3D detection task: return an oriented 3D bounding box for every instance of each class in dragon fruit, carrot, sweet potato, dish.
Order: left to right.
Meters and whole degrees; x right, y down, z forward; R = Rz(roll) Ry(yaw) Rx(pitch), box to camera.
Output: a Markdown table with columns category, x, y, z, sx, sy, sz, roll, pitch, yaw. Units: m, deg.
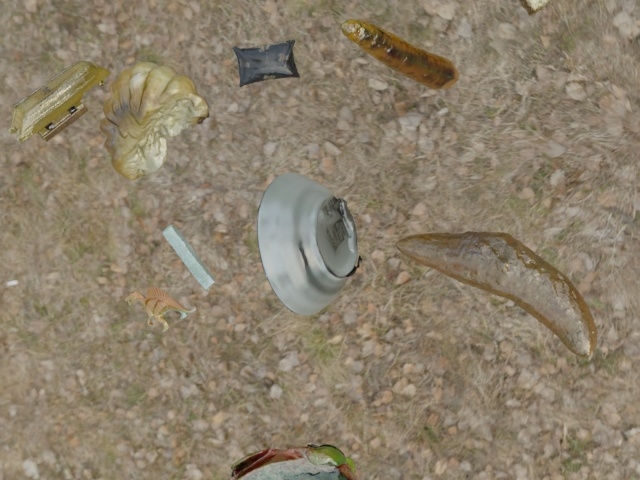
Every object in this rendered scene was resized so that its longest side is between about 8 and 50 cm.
| category | x | y | z | sx | sy | sz | roll | pitch | yaw |
| --- | --- | --- | --- | --- | --- | --- | --- | --- | --- |
| dragon fruit | -0.035 | 0.430 | 0.937 | 0.295 | 0.130 | 0.268 | 4 | 91 | -13 |
| dish | 0.000 | 0.000 | 1.314 | 0.106 | 0.316 | 0.316 | -10 | 94 | 33 |
| carrot | 0.151 | -0.344 | 1.158 | 0.066 | 0.314 | 0.066 | -9 | 77 | 44 |
| sweet potato | 0.282 | 0.048 | 0.976 | 0.341 | 0.092 | 0.114 | 30 | 103 | 20 |

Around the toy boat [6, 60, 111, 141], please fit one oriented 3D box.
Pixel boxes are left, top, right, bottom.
| category | x | y | z | sx | sy | sz | roll | pitch | yaw |
| --- | --- | --- | --- | --- | --- | --- | --- | --- | --- |
| toy boat | -0.513 | -0.273 | 1.238 | 0.226 | 0.088 | 0.068 | -43 | 53 | -15 |

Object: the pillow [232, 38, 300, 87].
| category | x | y | z | sx | sy | sz | roll | pitch | yaw |
| --- | --- | --- | --- | --- | --- | --- | --- | --- | --- |
| pillow | -0.126 | -0.417 | 1.463 | 0.150 | 0.048 | 0.090 | -11 | 92 | -4 |

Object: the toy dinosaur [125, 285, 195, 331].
| category | x | y | z | sx | sy | sz | roll | pitch | yaw |
| --- | --- | --- | --- | --- | --- | --- | --- | --- | --- |
| toy dinosaur | -0.438 | 0.171 | 1.736 | 0.212 | 0.057 | 0.142 | -31 | 95 | 28 |

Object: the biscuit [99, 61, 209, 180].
| category | x | y | z | sx | sy | sz | roll | pitch | yaw |
| --- | --- | --- | --- | --- | --- | --- | --- | --- | --- |
| biscuit | -0.226 | -0.151 | 0.777 | 0.118 | 0.061 | 0.183 | 52 | 131 | 1 |

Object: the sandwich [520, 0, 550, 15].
| category | x | y | z | sx | sy | sz | roll | pitch | yaw |
| --- | --- | --- | --- | --- | --- | --- | --- | --- | --- |
| sandwich | 0.477 | -0.652 | 1.253 | 0.301 | 0.099 | 0.271 | -34 | 104 | 19 |

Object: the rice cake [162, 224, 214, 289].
| category | x | y | z | sx | sy | sz | roll | pitch | yaw |
| --- | --- | --- | --- | --- | --- | --- | --- | --- | --- |
| rice cake | -0.292 | 0.037 | 1.393 | 0.033 | 0.029 | 0.170 | -39 | 83 | 12 |
